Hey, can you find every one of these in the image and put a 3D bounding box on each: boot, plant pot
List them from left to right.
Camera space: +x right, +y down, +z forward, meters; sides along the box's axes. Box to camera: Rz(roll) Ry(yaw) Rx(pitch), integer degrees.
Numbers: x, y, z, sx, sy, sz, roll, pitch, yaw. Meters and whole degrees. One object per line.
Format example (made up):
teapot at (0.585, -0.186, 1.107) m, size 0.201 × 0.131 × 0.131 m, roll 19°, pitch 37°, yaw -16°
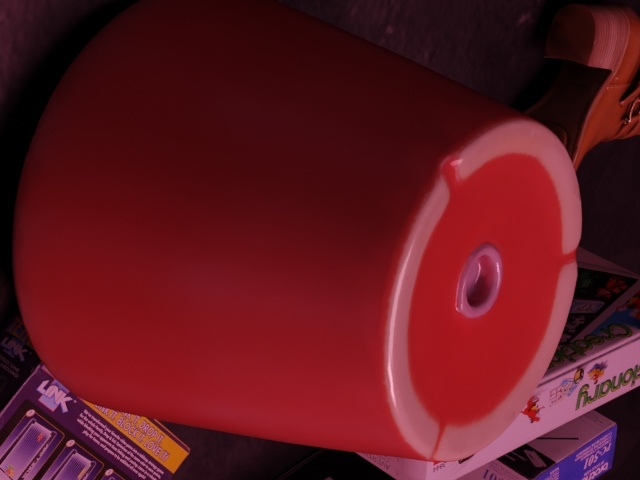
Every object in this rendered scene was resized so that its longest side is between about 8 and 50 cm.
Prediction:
plant pot at (0.000, 0.000, 0.937) m, size 0.275 × 0.243 × 0.275 m, roll -24°, pitch 121°, yaw -46°
boot at (0.219, -0.092, 1.294) m, size 0.152 × 0.073 × 0.197 m, roll 2°, pitch 114°, yaw -53°

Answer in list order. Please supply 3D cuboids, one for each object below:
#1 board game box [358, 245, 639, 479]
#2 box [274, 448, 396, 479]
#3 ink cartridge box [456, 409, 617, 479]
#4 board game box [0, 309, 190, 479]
board game box at (0.111, 0.071, 1.177) m, size 0.305 × 0.193 × 0.053 m, roll -18°, pitch 125°, yaw -40°
box at (0.004, 0.287, 1.263) m, size 0.153 × 0.108 × 0.207 m, roll -30°, pitch 133°, yaw -33°
ink cartridge box at (0.107, 0.125, 1.194) m, size 0.097 × 0.207 × 0.046 m, roll -25°, pitch 130°, yaw -36°
board game box at (-0.178, 0.145, 1.023) m, size 0.141 × 0.048 × 0.170 m, roll -53°, pitch 141°, yaw -12°
